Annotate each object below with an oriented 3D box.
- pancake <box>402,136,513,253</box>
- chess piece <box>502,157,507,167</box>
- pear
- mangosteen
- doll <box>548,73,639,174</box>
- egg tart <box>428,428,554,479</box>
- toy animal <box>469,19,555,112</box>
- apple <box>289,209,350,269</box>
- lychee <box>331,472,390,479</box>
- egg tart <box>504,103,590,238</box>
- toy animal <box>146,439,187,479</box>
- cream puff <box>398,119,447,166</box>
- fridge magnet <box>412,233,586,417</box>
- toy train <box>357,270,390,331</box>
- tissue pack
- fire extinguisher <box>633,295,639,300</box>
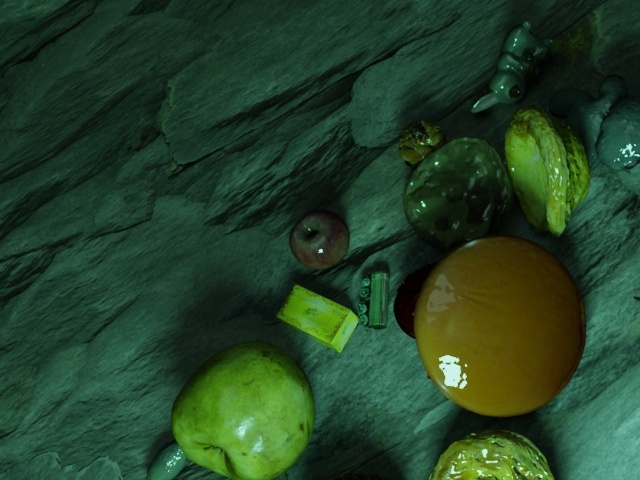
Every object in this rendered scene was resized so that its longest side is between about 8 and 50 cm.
[{"bbox_3d":[0.325,-0.102,1.916,0.294,0.049,0.294,-16,66,39],"label":"pancake"},{"bbox_3d":[0.422,-0.165,1.941,0.172,0.060,0.060,-41,52,4],"label":"chess piece"},{"bbox_3d":[-0.161,0.363,1.797,0.304,0.304,0.304,-12,58,21],"label":"pear"},{"bbox_3d":[0.259,0.146,1.786,0.199,0.200,0.200,-12,58,21],"label":"mangosteen"},{"bbox_3d":[0.637,-0.248,1.840,0.246,0.158,0.340,-63,27,-3],"label":"doll"},{"bbox_3d":[0.337,0.509,1.560,0.297,0.132,0.297,-8,73,25],"label":"egg tart"},{"bbox_3d":[0.467,-0.405,2.033,0.125,0.127,0.251,34,96,25],"label":"toy animal"},{"bbox_3d":[0.000,0.000,2.023,0.153,0.120,0.153,-17,54,24],"label":"apple"},{"bbox_3d":[0.079,0.577,1.581,0.267,0.267,0.267,-12,58,21],"label":"lychee"},{"bbox_3d":[0.495,-0.155,1.773,0.123,0.294,0.294,-15,55,-5],"label":"egg tart"},{"bbox_3d":[-0.395,0.553,1.955,0.253,0.070,0.079,-40,16,16],"label":"toy animal"},{"bbox_3d":[0.250,-0.244,2.047,0.119,0.104,0.133,-24,54,22],"label":"cream puff"},{"bbox_3d":[0.358,0.169,1.647,0.363,0.155,0.364,1,85,-11],"label":"fridge magnet"},{"bbox_3d":[0.125,0.142,1.928,0.071,0.038,0.148,-7,61,24],"label":"toy train"},{"bbox_3d":[-0.008,0.183,1.958,0.176,0.062,0.095,24,76,34],"label":"tissue pack"},{"bbox_3d":[0.731,-0.011,1.653,0.141,0.105,0.341,28,75,3],"label":"fire extinguisher"}]
